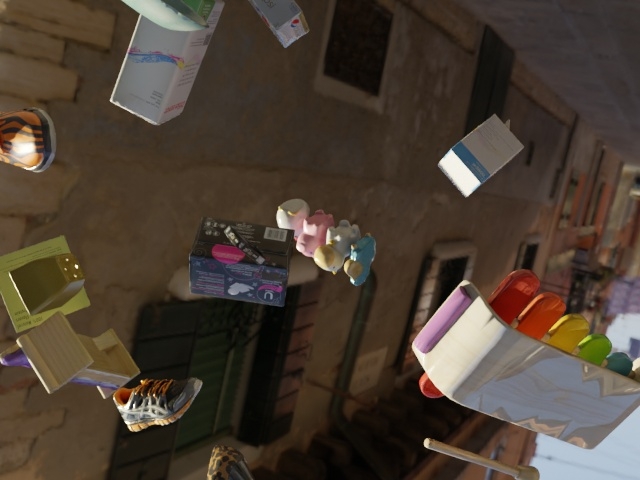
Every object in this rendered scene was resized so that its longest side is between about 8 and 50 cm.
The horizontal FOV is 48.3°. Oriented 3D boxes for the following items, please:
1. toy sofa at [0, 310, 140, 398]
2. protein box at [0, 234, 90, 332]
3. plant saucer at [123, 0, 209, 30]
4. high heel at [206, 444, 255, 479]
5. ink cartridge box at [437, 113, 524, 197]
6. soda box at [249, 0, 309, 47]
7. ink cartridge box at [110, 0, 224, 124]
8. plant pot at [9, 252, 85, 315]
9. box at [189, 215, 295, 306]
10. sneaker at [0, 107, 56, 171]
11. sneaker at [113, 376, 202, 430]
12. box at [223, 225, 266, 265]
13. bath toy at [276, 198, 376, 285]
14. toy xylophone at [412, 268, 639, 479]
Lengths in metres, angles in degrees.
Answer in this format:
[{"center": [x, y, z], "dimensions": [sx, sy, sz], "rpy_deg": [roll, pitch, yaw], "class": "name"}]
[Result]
[{"center": [-0.593, 0.301, 1.725], "dimensions": [0.150, 0.177, 0.362], "rpy_deg": [52, 174, 14], "class": "toy sofa"}, {"center": [-0.749, 0.112, 1.922], "dimensions": [0.199, 0.201, 0.136], "rpy_deg": [-21, -174, -17], "class": "protein box"}, {"center": [-0.242, -0.338, 0.978], "dimensions": [0.195, 0.037, 0.195], "rpy_deg": [35, -166, -10], "class": "plant saucer"}, {"center": [-0.234, 0.546, 1.431], "dimensions": [0.186, 0.261, 0.093], "rpy_deg": [48, 179, 38], "class": "high heel"}, {"center": [0.323, -0.172, 1.413], "dimensions": [0.090, 0.143, 0.092], "rpy_deg": [50, 166, 6], "class": "ink cartridge box"}, {"center": [-0.112, -0.514, 1.507], "dimensions": [0.216, 0.069, 0.074], "rpy_deg": [56, -179, 21], "class": "soda box"}, {"center": [-0.329, -0.411, 1.548], "dimensions": [0.117, 0.278, 0.201], "rpy_deg": [25, -162, -3], "class": "ink cartridge box"}, {"center": [-0.436, 0.063, 1.168], "dimensions": [0.083, 0.082, 0.081], "rpy_deg": [-28, 177, 19], "class": "plant pot"}, {"center": [-0.200, 0.053, 1.838], "dimensions": [0.247, 0.142, 0.163], "rpy_deg": [9, -139, -1], "class": "box"}, {"center": [-0.642, -0.189, 1.347], "dimensions": [0.321, 0.125, 0.180], "rpy_deg": [7, -169, 41], "class": "sneaker"}, {"center": [-0.315, 0.302, 1.365], "dimensions": [0.214, 0.083, 0.084], "rpy_deg": [-26, -162, 28], "class": "sneaker"}, {"center": [-0.154, 0.011, 1.465], "dimensions": [0.083, 0.018, 0.067], "rpy_deg": [41, -177, -39], "class": "box"}, {"center": [0.000, 0.000, 2.039], "dimensions": [0.151, 0.129, 0.348], "rpy_deg": [-32, -137, -29], "class": "bath toy"}, {"center": [0.252, 0.181, 0.875], "dimensions": [0.322, 0.236, 0.081], "rpy_deg": [31, -157, -25], "class": "toy xylophone"}]
